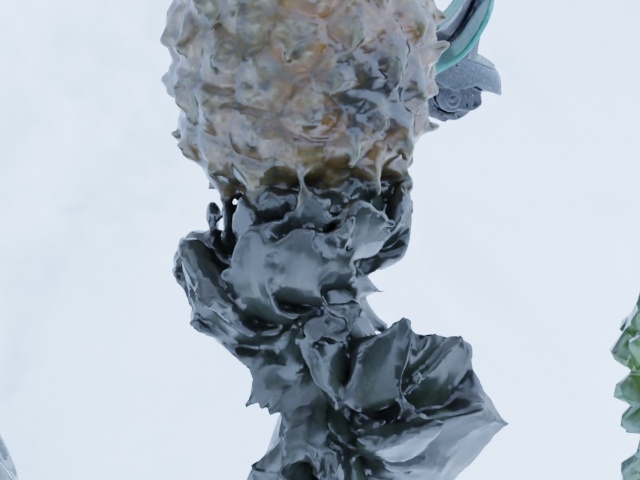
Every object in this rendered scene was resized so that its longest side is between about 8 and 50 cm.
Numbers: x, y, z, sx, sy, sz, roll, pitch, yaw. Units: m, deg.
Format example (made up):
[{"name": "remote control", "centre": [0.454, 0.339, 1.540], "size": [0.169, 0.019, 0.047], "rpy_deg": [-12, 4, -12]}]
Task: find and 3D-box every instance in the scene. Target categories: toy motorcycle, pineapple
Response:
[{"name": "toy motorcycle", "centre": [0.042, -0.132, 0.975], "size": [0.173, 0.100, 0.058], "rpy_deg": [27, 21, -26]}, {"name": "pineapple", "centre": [0.000, 0.000, 0.693], "size": [0.111, 0.119, 0.237], "rpy_deg": [0, 84, -36]}]

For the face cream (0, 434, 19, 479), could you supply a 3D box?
[{"name": "face cream", "centre": [-0.282, 0.131, 0.782], "size": [0.144, 0.291, 0.071], "rpy_deg": [60, -1, 3]}]

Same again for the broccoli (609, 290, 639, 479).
[{"name": "broccoli", "centre": [0.294, 0.049, 0.540], "size": [0.317, 0.338, 0.277], "rpy_deg": [-29, 83, -34]}]
